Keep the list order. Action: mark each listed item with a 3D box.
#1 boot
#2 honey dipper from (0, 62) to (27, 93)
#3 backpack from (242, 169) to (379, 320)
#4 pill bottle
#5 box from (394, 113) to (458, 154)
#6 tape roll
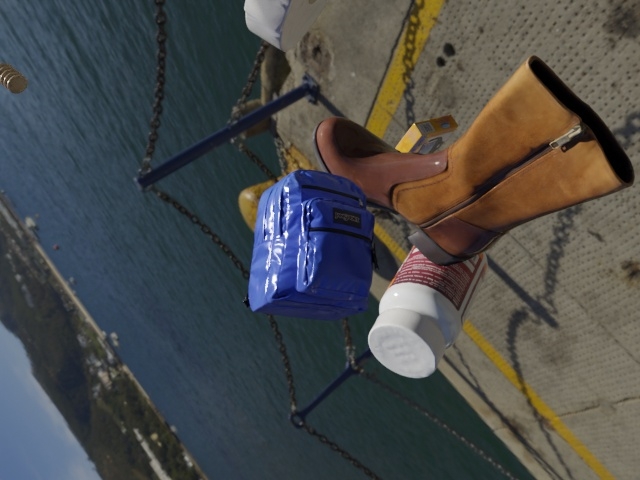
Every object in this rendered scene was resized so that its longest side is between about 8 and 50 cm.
[{"bbox_3d":[0.133,-0.095,0.567,0.264,0.096,0.280,47,153,1],"label":"boot"},{"bbox_3d":[-0.491,-0.270,0.763,0.160,0.030,0.030,38,152,15],"label":"honey dipper"},{"bbox_3d":[0.000,0.000,0.445,0.101,0.098,0.120,-27,56,51],"label":"backpack"},{"bbox_3d":[0.161,0.087,0.774,0.121,0.221,0.121,20,135,22],"label":"pill bottle"},{"bbox_3d":[0.156,-0.147,0.853,0.028,0.081,0.136,61,150,18],"label":"box"},{"bbox_3d":[0.006,-0.491,0.831,0.072,0.392,0.392,32,156,-4],"label":"tape roll"}]
